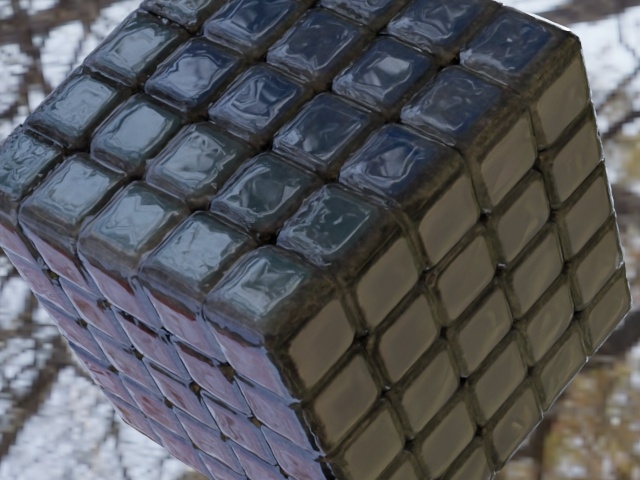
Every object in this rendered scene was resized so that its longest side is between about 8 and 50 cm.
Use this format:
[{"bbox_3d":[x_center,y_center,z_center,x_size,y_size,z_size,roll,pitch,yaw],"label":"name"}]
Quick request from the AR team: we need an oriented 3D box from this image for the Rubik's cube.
[{"bbox_3d":[0.000,0.000,1.015,0.237,0.237,0.238,-48,-37,-21],"label":"Rubik's cube"}]
